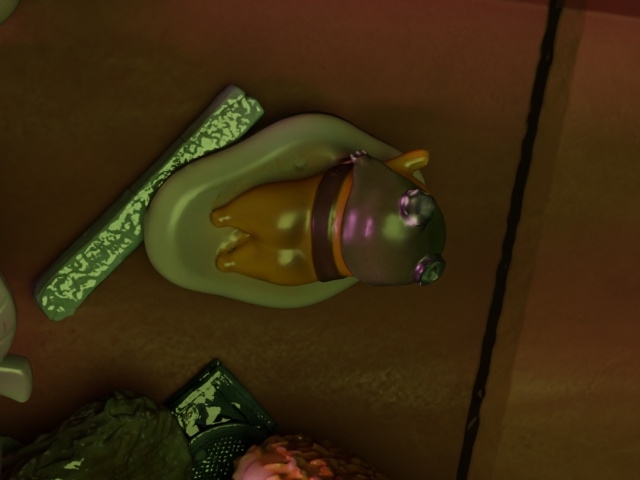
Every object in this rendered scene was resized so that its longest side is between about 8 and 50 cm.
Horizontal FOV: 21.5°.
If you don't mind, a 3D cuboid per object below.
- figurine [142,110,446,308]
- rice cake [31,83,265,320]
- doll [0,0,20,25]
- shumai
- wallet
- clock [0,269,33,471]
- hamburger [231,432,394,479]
[{"bbox_3d":[0.000,0.000,1.330,0.250,0.141,0.167,-16,117,-20],"label":"figurine"},{"bbox_3d":[-0.141,-0.030,1.365,0.245,0.045,0.042,-45,108,-1],"label":"rice cake"},{"bbox_3d":[-0.284,-0.243,1.195,0.251,0.221,0.221,-32,107,-8],"label":"doll"},{"bbox_3d":[-0.202,0.198,1.368,0.184,0.142,0.184,-26,125,-44],"label":"shumai"},{"bbox_3d":[-0.106,0.173,1.424,0.129,0.026,0.088,-40,107,-2],"label":"wallet"},{"bbox_3d":[-0.358,0.121,1.151,0.338,0.102,0.339,-4,113,-10],"label":"clock"},{"bbox_3d":[0.022,0.321,1.339,0.330,0.330,0.250,36,89,-17],"label":"hamburger"}]
